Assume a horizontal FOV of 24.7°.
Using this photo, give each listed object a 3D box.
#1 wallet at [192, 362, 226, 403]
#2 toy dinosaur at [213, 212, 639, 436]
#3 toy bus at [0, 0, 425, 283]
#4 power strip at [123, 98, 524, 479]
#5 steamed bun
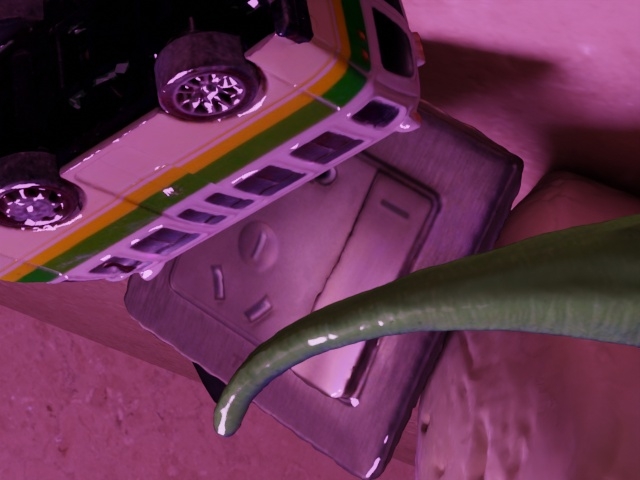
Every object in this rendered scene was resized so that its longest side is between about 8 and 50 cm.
[{"bbox_3d":[-0.118,0.076,1.661,0.247,0.041,0.323,64,156,-4],"label":"wallet"},{"bbox_3d":[0.237,0.066,0.809,0.500,0.144,0.374,-32,120,20],"label":"toy dinosaur"},{"bbox_3d":[-0.097,-0.085,0.888,0.305,0.143,0.179,-29,148,29],"label":"toy bus"},{"bbox_3d":[0.002,0.001,1.041,0.251,0.257,0.092,35,-160,32],"label":"power strip"},{"bbox_3d":[0.241,0.171,1.030,0.371,0.290,0.456,21,-152,-2],"label":"steamed bun"}]
